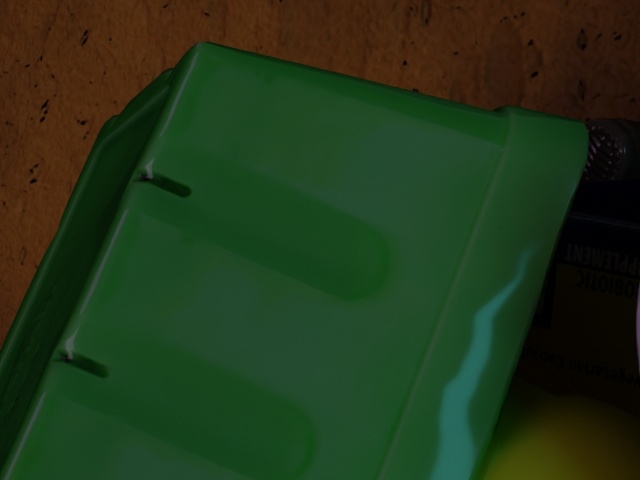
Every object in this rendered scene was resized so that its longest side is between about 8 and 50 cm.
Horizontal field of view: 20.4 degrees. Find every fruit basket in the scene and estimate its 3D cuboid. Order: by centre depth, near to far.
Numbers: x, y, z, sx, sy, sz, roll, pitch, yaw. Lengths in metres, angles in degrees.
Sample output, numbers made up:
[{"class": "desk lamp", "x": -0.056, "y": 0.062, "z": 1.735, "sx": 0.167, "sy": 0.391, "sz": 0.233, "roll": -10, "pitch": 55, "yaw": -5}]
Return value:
[{"class": "fruit basket", "x": 0.033, "y": 0.130, "z": 0.779, "sx": 0.283, "sy": 0.392, "sz": 0.392, "roll": 157, "pitch": 104, "yaw": -67}]

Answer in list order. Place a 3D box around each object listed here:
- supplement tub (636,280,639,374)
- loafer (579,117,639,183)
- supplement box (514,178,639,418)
[{"class": "supplement tub", "x": 0.299, "y": 0.025, "z": 0.690, "sx": 0.207, "sy": 0.338, "sz": 0.207, "roll": 6, "pitch": 99, "yaw": 47}, {"class": "loafer", "x": 0.163, "y": -0.016, "z": 1.053, "sx": 0.056, "sy": 0.050, "sz": 0.148, "roll": 62, "pitch": 149, "yaw": 27}, {"class": "supplement box", "x": 0.197, "y": 0.157, "z": 0.923, "sx": 0.194, "sy": 0.195, "sz": 0.356, "roll": 12, "pitch": 103, "yaw": 47}]
